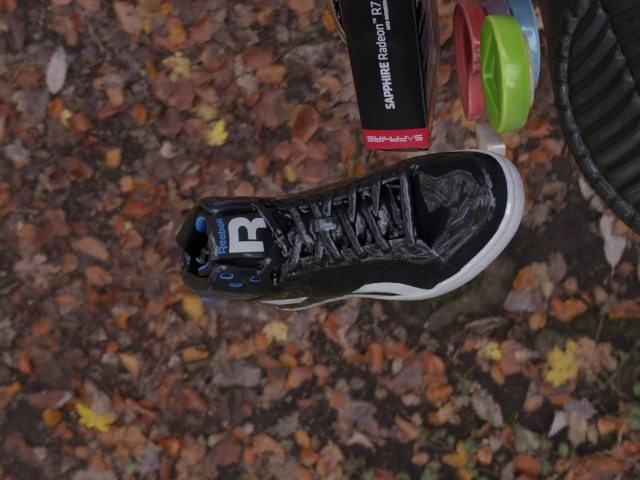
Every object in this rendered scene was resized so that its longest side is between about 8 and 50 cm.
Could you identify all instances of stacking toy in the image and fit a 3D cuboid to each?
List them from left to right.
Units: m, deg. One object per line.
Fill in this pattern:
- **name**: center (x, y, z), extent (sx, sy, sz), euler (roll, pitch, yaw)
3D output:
- **stacking toy**: center (0.248, -0.233, 1.137), extent (0.130, 0.279, 0.309), euler (-7, 156, 1)

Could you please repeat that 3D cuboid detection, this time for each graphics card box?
- **graphics card box**: center (0.085, -0.317, 1.157), extent (0.094, 0.232, 0.371), euler (1, 141, 12)

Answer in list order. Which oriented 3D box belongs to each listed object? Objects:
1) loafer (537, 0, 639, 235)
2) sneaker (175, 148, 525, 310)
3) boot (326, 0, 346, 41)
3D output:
- **loafer**: center (0.138, -0.102, 0.390), extent (0.080, 0.078, 0.220), euler (-32, 72, 57)
- **sneaker**: center (0.000, 0.000, 0.550), extent (0.217, 0.121, 0.079), euler (-21, 71, 42)
- **boot**: center (0.032, -0.491, 1.711), extent (0.112, 0.115, 0.305), euler (-21, 106, 11)
